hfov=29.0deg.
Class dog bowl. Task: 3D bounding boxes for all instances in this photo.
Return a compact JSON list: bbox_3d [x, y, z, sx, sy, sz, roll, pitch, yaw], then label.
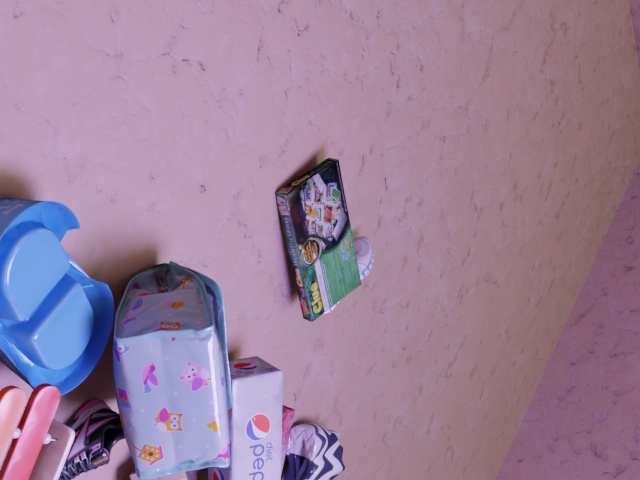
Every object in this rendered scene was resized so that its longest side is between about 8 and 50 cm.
[{"bbox_3d":[-0.357,0.067,1.539,0.166,0.074,0.297,-54,148,-30],"label":"dog bowl"}]

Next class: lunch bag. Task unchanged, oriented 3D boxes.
[{"bbox_3d":[-0.206,0.170,1.722,0.262,0.160,0.223,-113,-162,-69],"label":"lunch bag"}]

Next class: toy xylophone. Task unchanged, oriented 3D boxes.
[{"bbox_3d":[-0.446,0.270,1.456,0.322,0.081,0.236,11,98,-53],"label":"toy xylophone"}]

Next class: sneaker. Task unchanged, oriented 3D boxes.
[{"bbox_3d":[-0.015,0.470,2.412,0.153,0.094,0.235,9,89,-54],"label":"sneaker"},{"bbox_3d":[-0.334,0.296,1.723,0.178,0.077,0.072,-51,146,-33],"label":"sneaker"},{"bbox_3d":[0.034,0.048,2.263,0.191,0.071,0.083,-51,141,-34],"label":"sneaker"}]

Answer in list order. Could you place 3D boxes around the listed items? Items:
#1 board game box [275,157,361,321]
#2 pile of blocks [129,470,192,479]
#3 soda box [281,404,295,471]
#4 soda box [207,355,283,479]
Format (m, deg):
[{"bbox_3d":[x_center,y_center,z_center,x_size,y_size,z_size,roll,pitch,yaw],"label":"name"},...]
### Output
[{"bbox_3d":[0.000,0.000,2.143,0.136,0.030,0.260,-36,129,-36],"label":"board game box"},{"bbox_3d":[-0.247,0.444,1.985,0.112,0.149,0.362,-16,122,-6],"label":"pile of blocks"},{"bbox_3d":[-0.124,0.412,2.186,0.092,0.083,0.263,-15,121,-58],"label":"soda box"},{"bbox_3d":[-0.126,0.343,2.048,0.098,0.091,0.286,-7,105,-31],"label":"soda box"}]
